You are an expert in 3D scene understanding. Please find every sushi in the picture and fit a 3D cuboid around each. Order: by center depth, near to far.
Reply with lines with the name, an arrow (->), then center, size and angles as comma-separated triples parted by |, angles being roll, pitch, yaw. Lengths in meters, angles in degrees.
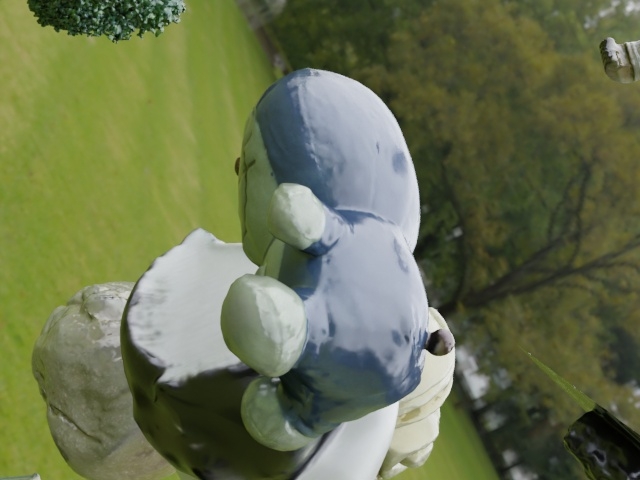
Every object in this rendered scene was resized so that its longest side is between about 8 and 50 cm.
sushi -> 0.261, 0.203, 0.925 | 0.219, 0.047, 0.231 | 43, 0, -19

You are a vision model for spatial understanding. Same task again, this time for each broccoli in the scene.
broccoli -> -0.250, -0.330, 1.341 | 0.194, 0.219, 0.194 | 59, 15, -26

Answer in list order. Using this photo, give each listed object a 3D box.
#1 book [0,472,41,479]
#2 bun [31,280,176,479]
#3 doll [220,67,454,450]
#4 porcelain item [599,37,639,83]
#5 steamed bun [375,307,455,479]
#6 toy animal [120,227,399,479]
book -> -0.530, 0.370, 1.459 | 0.215, 0.282, 0.025 | -40, 115, -60
bun -> -0.231, 0.175, 1.438 | 0.281, 0.204, 0.282 | 33, 42, -35
doll -> 0.000, 0.000, 0.787 | 0.228, 0.154, 0.258 | 80, 0, -55
porcelain item -> 0.371, -0.191, 1.047 | 0.054, 0.213, 0.084 | 55, 27, -43
steamed bun -> 0.064, 0.171, 1.383 | 0.203, 0.289, 0.276 | 22, 29, -7
toy animal -> -0.059, 0.157, 1.085 | 0.251, 0.250, 0.310 | -109, -179, -50
